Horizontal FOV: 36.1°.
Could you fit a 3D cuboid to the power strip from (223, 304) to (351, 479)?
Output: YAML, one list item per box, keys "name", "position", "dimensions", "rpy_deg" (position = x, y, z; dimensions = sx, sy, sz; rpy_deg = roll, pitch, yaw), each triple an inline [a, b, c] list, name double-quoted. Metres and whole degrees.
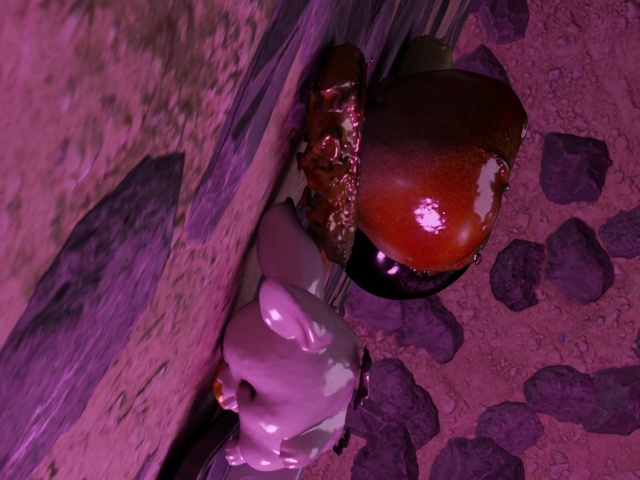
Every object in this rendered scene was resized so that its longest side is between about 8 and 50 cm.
- name: "power strip"
  position: [-0.053, 0.254, 1.256]
  dimensions: [0.062, 0.091, 0.385]
  rpy_deg: [90, 21, -70]

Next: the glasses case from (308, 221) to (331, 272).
- name: "glasses case"
  position: [0.000, 0.000, 1.446]
  dimensions: [0.064, 0.041, 0.170]
  rpy_deg: [80, 29, -45]

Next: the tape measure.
- name: "tape measure"
  position: [0.170, -0.256, 1.661]
  dimensions: [0.175, 0.106, 0.200]
  rpy_deg: [67, 45, -87]

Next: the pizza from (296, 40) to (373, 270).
- name: "pizza"
  position: [0.011, -0.091, 0.971]
  dimensions: [0.226, 0.069, 0.147]
  rpy_deg: [92, 3, -48]

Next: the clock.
- name: "clock"
  position: [-0.170, 0.337, 1.167]
  dimensions: [0.273, 0.049, 0.279]
  rpy_deg: [-24, 136, -82]

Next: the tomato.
- name: "tomato"
  position: [0.158, -0.109, 1.424]
  dimensions: [0.303, 0.239, 0.303]
  rpy_deg: [17, 90, -81]

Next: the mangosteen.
- name: "mangosteen"
  position: [0.149, -0.038, 1.766]
  dimensions: [0.302, 0.275, 0.275]
  rpy_deg: [-117, -138, -55]

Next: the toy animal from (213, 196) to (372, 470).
- name: "toy animal"
  position: [-0.033, 0.126, 1.035]
  dimensions: [0.208, 0.154, 0.325]
  rpy_deg: [-97, -166, -54]
